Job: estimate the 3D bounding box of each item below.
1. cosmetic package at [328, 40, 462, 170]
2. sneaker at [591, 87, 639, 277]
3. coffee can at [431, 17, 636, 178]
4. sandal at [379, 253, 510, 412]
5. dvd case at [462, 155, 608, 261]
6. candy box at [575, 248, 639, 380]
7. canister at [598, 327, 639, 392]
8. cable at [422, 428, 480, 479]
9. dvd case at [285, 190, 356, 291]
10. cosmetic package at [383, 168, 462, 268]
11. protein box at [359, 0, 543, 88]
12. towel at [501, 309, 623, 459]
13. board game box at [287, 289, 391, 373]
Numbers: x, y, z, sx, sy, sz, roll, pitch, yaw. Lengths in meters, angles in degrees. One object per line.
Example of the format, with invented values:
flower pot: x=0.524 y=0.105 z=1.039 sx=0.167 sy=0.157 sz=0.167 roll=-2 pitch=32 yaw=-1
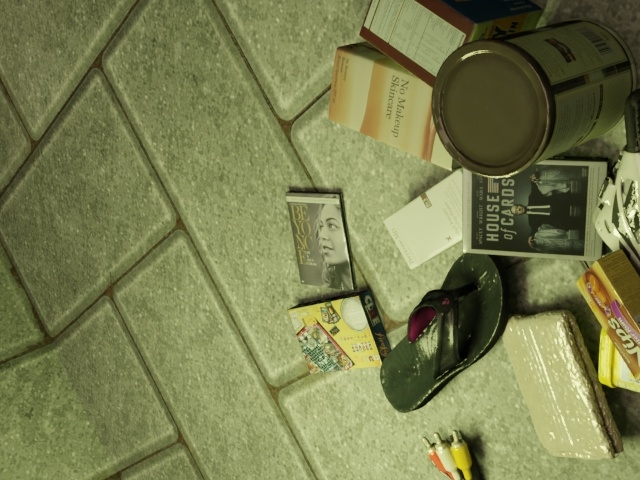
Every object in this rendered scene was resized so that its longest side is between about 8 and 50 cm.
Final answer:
cosmetic package: x=0.168 y=-0.253 z=1.650 sx=0.296 sy=0.129 sz=0.153 roll=26 pitch=123 yaw=35
sneaker: x=0.483 y=-0.073 z=1.413 sx=0.146 sy=0.122 sz=0.331 roll=5 pitch=113 yaw=47
coffee can: x=0.332 y=-0.224 z=1.389 sx=0.201 sy=0.275 sz=0.202 roll=19 pitch=119 yaw=39
sandal: x=0.226 y=0.198 z=1.771 sx=0.168 sy=0.107 sz=0.446 roll=57 pitch=136 yaw=31
dvd case: x=0.362 y=-0.057 z=1.542 sx=0.238 sy=0.029 sz=0.179 roll=3 pitch=112 yaw=17
candy box: x=0.485 y=0.119 z=1.421 sx=0.109 sy=0.053 sz=0.187 roll=99 pitch=147 yaw=-68
canister: x=0.556 y=0.200 z=1.492 sx=0.169 sy=0.073 sz=0.126 roll=14 pitch=116 yaw=40
cable: x=0.304 y=0.522 z=1.881 sx=0.139 sy=0.072 sz=0.287 roll=-30 pitch=85 yaw=53
dvd case: x=0.000 y=0.000 z=2.006 sx=0.164 sy=0.018 sz=0.221 roll=6 pitch=110 yaw=44
cosmetic package: x=0.236 y=-0.046 z=1.703 sx=0.231 sy=0.085 sz=0.117 roll=-37 pitch=80 yaw=45
protein box: x=0.216 y=-0.363 z=1.503 sx=0.201 sy=0.199 sz=0.136 roll=42 pitch=132 yaw=25
towel: x=0.432 y=0.260 z=1.629 sx=0.187 sy=0.049 sz=0.282 roll=-18 pitch=93 yaw=62
board game box: x=0.042 y=0.210 z=2.034 sx=0.243 sy=0.042 sz=0.165 roll=-15 pitch=96 yaw=47
